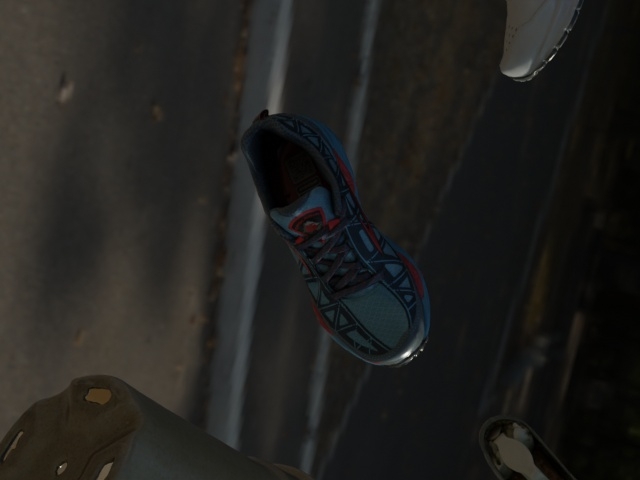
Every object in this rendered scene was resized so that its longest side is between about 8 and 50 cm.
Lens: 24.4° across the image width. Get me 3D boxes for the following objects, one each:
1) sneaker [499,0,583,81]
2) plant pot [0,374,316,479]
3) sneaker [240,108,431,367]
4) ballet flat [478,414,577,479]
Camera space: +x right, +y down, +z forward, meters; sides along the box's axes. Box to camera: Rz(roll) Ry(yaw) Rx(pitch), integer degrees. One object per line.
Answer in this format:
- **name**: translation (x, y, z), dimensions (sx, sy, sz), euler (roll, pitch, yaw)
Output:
- **sneaker**: translation (0.220, -0.312, 1.517), dimensions (0.111, 0.129, 0.297), euler (-79, -179, -80)
- **plant pot**: translation (-0.195, 0.315, 1.618), dimensions (0.305, 0.334, 0.334), euler (47, 50, -35)
- **sneaker**: translation (0.000, 0.000, 1.311), dimensions (0.104, 0.262, 0.125), euler (-36, 162, 14)
- **ballet flat**: translation (0.227, 0.256, 1.451), dimensions (0.072, 0.213, 0.068), euler (-40, 147, -2)
